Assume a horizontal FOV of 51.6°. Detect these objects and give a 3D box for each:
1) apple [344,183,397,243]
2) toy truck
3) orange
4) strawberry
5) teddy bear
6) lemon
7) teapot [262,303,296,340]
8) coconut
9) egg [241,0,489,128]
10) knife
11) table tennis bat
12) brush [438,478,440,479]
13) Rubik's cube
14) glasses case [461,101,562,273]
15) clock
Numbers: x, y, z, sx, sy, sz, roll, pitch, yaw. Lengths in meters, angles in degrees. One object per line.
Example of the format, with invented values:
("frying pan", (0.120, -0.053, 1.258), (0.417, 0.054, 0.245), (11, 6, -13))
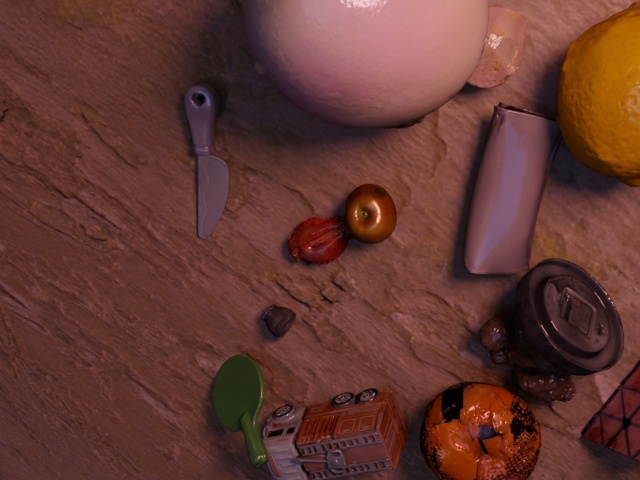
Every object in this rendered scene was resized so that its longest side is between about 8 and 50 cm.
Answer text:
("apple", (0.096, -0.050, 1.258), (0.099, 0.102, 0.114), (8, 103, 11))
("toy truck", (0.020, 0.428, 1.408), (0.306, 0.162, 0.136), (-16, 104, 20))
("orange", (0.313, 0.390, 1.306), (0.235, 0.182, 0.234), (1, 102, 5))
("strawberry", (-0.001, 0.001, 1.332), (0.152, 0.048, 0.104), (-31, 101, 25))
("teddy bear", (0.411, 0.224, 1.260), (0.177, 0.140, 0.190), (9, 123, 45))
("lemon", (0.489, -0.220, 1.027), (0.234, 0.233, 0.288), (0, 112, 15))
("teapot", (-0.093, 0.174, 1.414), (0.057, 0.066, 0.088), (36, 138, 22))
("coconut", (0.285, -0.328, 1.109), (0.116, 0.122, 0.116), (14, 150, 8))
("egg", (0.036, -0.347, 0.995), (0.355, 0.340, 0.354), (5, 98, 36))
("knife", (-0.226, -0.153, 1.350), (0.080, 0.044, 0.331), (2, 115, 7))
("table tennis bat", (-0.164, 0.366, 1.427), (0.160, 0.039, 0.257), (-46, 48, 24))
("brush", (0.295, 0.515, 1.440), (0.083, 0.021, 0.018), (-18, 105, 21))
("Rubik's cube", (0.636, 0.374, 1.290), (0.178, 0.211, 0.190), (24, 148, -15))
("glasses case", (0.341, -0.088, 1.191), (0.128, 0.083, 0.307), (11, 111, 5))
("clock", (0.440, 0.134, 1.171), (0.215, 0.215, 0.042), (41, 139, -1))
